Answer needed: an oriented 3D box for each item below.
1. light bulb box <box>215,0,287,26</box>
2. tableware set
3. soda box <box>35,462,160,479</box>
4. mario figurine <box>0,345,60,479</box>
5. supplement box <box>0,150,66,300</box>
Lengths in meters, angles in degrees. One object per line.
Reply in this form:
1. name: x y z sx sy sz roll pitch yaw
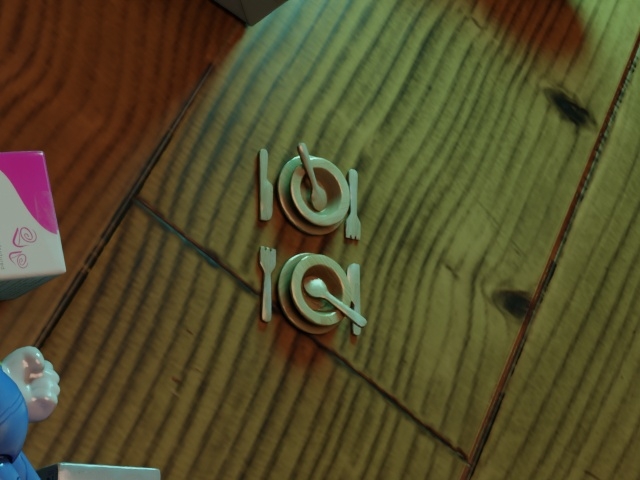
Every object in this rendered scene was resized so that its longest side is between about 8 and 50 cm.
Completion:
1. light bulb box: -0.100 -0.484 1.412 0.358 0.225 0.361 32 60 -24
2. tableware set: 0.000 0.000 1.447 0.128 0.039 0.194 10 69 -33
3. soda box: -0.197 0.334 1.165 0.098 0.091 0.286 9 70 -32
4. mario figurine: -0.249 0.103 1.027 0.170 0.198 0.320 -42 111 -34
5. supplement box: -0.339 -0.004 1.157 0.220 0.114 0.111 -5 78 -35
